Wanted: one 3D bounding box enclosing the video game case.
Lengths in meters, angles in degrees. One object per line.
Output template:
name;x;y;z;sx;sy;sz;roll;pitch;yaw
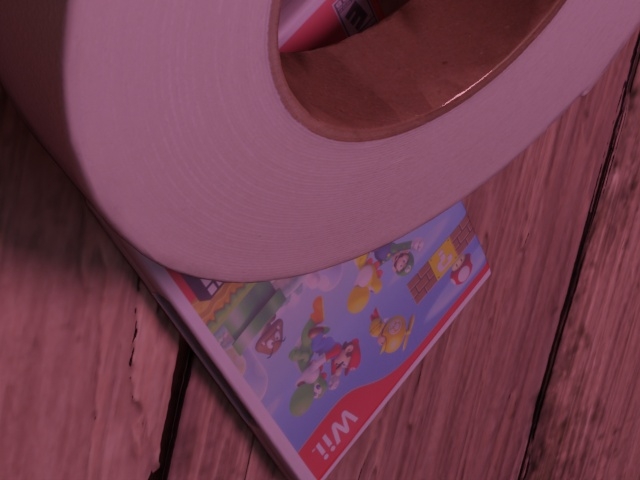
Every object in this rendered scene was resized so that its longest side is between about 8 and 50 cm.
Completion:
video game case;0.000;0.000;0.772;0.204;0.025;0.285;-49;138;-19

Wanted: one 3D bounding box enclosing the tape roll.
tape roll;0.041;-0.147;0.571;0.392;0.072;0.392;-30;147;-22
